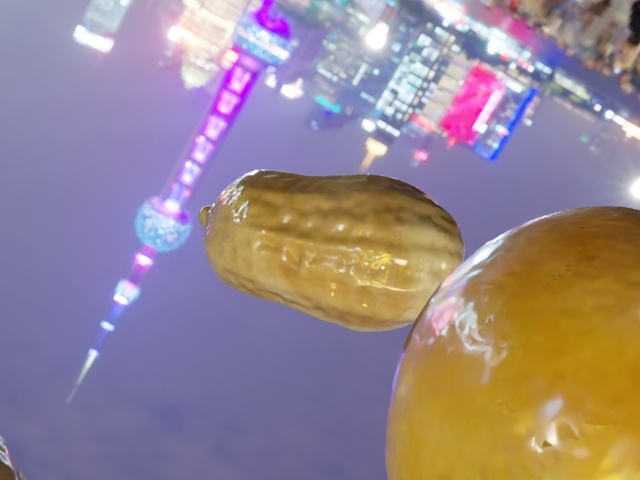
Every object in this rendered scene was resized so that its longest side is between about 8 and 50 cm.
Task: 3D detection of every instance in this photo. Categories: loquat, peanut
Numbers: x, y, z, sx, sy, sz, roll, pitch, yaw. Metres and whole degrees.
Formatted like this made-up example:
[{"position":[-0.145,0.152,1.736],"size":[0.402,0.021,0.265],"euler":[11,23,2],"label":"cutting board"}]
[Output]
[{"position":[0.164,0.106,0.557],"size":[0.263,0.263,0.263],"euler":[28,-167,-7],"label":"loquat"},{"position":[-0.003,0.000,1.104],"size":[0.340,0.158,0.174],"euler":[12,-153,29],"label":"peanut"}]

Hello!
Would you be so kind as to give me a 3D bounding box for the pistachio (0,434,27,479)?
[{"position":[-0.342,0.280,0.802],"size":[0.226,0.332,0.208],"euler":[20,-179,-24],"label":"pistachio"}]
